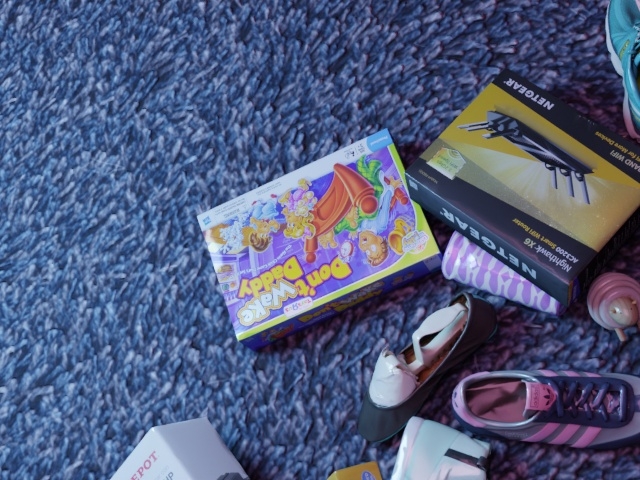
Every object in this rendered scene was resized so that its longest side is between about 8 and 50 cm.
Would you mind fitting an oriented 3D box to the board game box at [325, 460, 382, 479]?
[{"bbox_3d":[0.063,0.489,1.471,0.064,0.242,0.316,-10,65,-21],"label":"board game box"}]

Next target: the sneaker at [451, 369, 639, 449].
[{"bbox_3d":[0.341,0.235,1.524,0.319,0.131,0.112,-5,71,15],"label":"sneaker"}]

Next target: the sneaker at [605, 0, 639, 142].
[{"bbox_3d":[0.504,-0.283,1.654,0.107,0.110,0.275,-10,65,11],"label":"sneaker"}]

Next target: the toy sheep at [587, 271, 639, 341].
[{"bbox_3d":[0.428,0.089,1.562,0.091,0.132,0.091,-2,108,-6],"label":"toy sheep"}]

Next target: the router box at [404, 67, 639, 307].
[{"bbox_3d":[0.318,-0.085,1.598,0.309,0.081,0.243,36,74,27],"label":"router box"}]

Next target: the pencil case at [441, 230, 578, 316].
[{"bbox_3d":[0.287,0.046,1.627,0.206,0.086,0.088,18,91,21],"label":"pencil case"}]

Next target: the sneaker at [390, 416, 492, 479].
[{"bbox_3d":[0.169,0.393,1.547,0.151,0.094,0.256,12,78,17],"label":"sneaker"}]

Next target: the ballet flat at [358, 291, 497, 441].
[{"bbox_3d":[0.143,0.179,1.621,0.280,0.096,0.095,-46,42,-3],"label":"ballet flat"}]

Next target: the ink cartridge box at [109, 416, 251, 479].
[{"bbox_3d":[-0.184,0.450,1.582,0.307,0.129,0.223,50,114,24],"label":"ink cartridge box"}]

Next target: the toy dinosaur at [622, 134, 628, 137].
[{"bbox_3d":[0.472,-0.098,1.648,0.183,0.053,0.092,44,103,25],"label":"toy dinosaur"}]

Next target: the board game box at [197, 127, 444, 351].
[{"bbox_3d":[0.000,0.000,1.737,0.347,0.078,0.233,-25,67,8],"label":"board game box"}]
